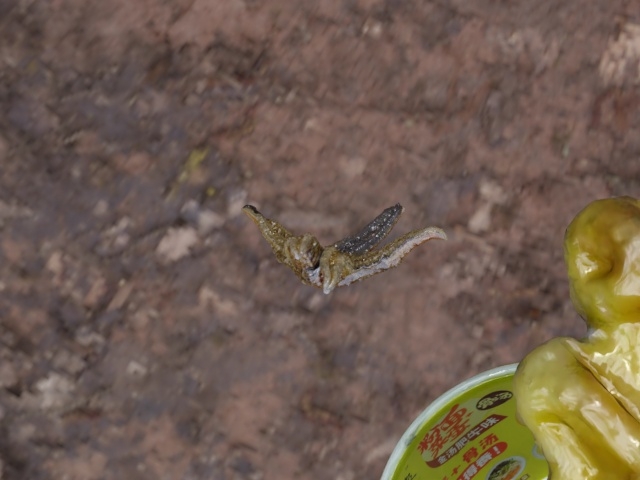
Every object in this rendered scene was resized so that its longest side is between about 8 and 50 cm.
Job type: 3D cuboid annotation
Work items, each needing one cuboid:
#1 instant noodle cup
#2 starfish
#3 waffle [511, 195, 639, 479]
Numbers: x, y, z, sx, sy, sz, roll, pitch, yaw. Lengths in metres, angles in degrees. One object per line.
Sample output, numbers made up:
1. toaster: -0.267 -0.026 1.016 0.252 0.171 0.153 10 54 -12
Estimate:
1. instant noodle cup: 0.205 0.269 1.351 0.311 0.221 0.311 -1 96 -7
2. starfish: 0.001 0.005 0.939 0.130 0.133 0.041 12 106 44
3. waffle: 0.164 0.054 0.426 0.229 0.057 0.219 -42 83 -4
